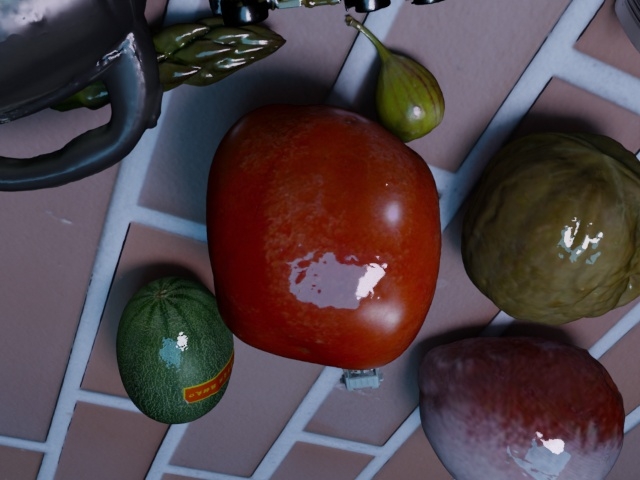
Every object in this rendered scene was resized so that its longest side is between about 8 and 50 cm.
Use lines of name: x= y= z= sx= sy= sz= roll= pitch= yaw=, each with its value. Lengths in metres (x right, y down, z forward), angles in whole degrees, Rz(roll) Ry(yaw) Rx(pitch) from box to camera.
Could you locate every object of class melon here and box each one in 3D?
melon: x=-0.226 y=0.183 z=0.981 sx=0.182 sy=0.182 sz=0.287 roll=4 pitch=131 yaw=-7

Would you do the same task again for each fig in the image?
fig: x=0.096 y=-0.195 z=0.749 sx=0.093 sy=0.093 sz=0.166 roll=-18 pitch=125 yaw=11

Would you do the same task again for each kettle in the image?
kettle: x=-0.319 y=-0.197 z=0.619 sx=0.324 sy=0.228 sz=0.320 roll=-14 pitch=117 yaw=2

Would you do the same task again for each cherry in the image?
cherry: x=0.336 y=0.319 z=1.081 sx=0.335 sy=0.291 sz=0.326 roll=1 pitch=123 yaw=6

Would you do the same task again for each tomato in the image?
tomato: x=0.000 y=0.000 z=0.759 sx=0.293 sy=0.289 sz=0.325 roll=15 pitch=155 yaw=-4

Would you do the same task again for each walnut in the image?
walnut: x=0.312 y=-0.009 z=0.829 sx=0.227 sy=0.283 sz=0.282 roll=-32 pitch=139 yaw=-31

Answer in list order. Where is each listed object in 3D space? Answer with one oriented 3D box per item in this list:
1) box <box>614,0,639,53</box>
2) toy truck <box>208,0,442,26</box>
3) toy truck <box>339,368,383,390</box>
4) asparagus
box: x=0.519 y=-0.278 z=0.651 sx=0.333 sy=0.145 sz=0.173 roll=0 pitch=144 yaw=-3
toy truck: x=0.006 y=-0.301 z=0.629 sx=0.257 sy=0.127 sz=0.127 roll=-8 pitch=124 yaw=3
toy truck: x=0.065 y=0.190 z=1.051 sx=0.080 sy=0.115 sz=0.177 roll=-7 pitch=132 yaw=2
asparagus: x=-0.181 y=-0.210 z=0.725 sx=0.287 sy=0.080 sz=0.080 roll=-8 pitch=130 yaw=7
